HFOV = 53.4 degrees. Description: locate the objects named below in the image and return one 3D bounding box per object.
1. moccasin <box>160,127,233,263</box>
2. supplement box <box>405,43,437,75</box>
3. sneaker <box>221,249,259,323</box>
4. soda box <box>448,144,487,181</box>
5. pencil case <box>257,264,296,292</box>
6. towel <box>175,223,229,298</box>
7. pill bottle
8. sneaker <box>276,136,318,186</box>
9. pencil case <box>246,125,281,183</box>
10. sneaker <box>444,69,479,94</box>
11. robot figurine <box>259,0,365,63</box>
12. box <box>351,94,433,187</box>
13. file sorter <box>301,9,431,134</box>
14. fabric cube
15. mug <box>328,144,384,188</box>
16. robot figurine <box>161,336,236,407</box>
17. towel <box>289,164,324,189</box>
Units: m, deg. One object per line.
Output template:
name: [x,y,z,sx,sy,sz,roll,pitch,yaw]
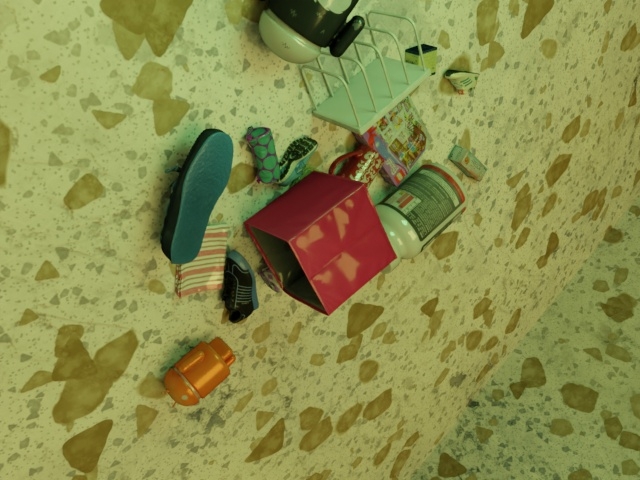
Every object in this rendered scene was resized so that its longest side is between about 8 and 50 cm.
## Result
moccasin: [-0.318,-0.113,1.504,0.137,0.116,0.342,12,109,-48]
supplement box: [0.300,-0.534,1.903,0.083,0.056,0.083,-26,130,-32]
sneaker: [-0.233,0.135,1.766,0.090,0.081,0.232,-39,138,-31]
soda box: [0.532,-0.276,2.291,0.183,0.063,0.058,28,92,-50]
pencil case: [-0.090,0.060,1.867,0.206,0.086,0.088,-45,105,-17]
towel: [-0.309,0.052,1.679,0.144,0.029,0.197,-12,122,-41]
pill bottle: [0.289,-0.071,2.063,0.363,0.210,0.210,-40,137,-20]
sneaker: [-0.068,-0.214,1.745,0.162,0.063,0.073,-47,152,-3]
pencil case: [-0.147,-0.220,1.644,0.070,0.064,0.152,-25,133,-13]
sneaker: [0.460,-0.514,2.076,0.161,0.057,0.075,-10,115,-44]
robot figurine: [-0.021,-0.542,1.461,0.173,0.209,0.278,7,126,-54]
box: [0.223,-0.325,1.956,0.201,0.057,0.293,-52,139,-8]
file sorter: [0.113,-0.448,1.669,0.277,0.192,0.173,-43,135,-17]
fabric cube: [0.000,0.000,1.706,0.258,0.254,0.259,-38,119,-20]
mug: [0.104,-0.196,1.870,0.169,0.113,0.150,-54,162,-10]
robot figurine: [-0.340,0.371,1.771,0.219,0.158,0.128,-40,97,-21]
towel: [-0.048,-0.142,1.822,0.110,0.027,0.148,21,97,-50]
